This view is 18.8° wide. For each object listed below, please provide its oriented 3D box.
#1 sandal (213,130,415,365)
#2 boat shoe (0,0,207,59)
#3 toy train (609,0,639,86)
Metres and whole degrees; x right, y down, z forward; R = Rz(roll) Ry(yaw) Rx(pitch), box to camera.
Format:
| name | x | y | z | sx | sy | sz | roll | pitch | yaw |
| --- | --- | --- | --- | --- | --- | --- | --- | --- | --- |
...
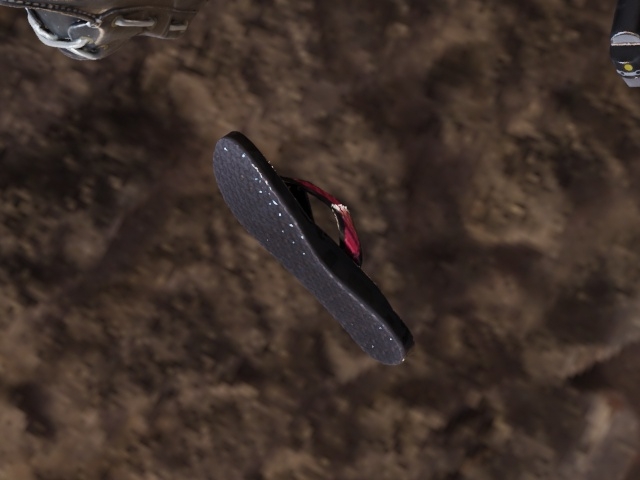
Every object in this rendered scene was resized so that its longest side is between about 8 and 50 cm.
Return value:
| name | x | y | z | sx | sy | sz | roll | pitch | yaw |
| --- | --- | --- | --- | --- | --- | --- | --- | --- | --- |
| sandal | 0.000 | 0.000 | 1.175 | 0.179 | 0.067 | 0.040 | 49 | -113 | -15 |
| boat shoe | -0.174 | -0.196 | 1.529 | 0.335 | 0.121 | 0.119 | -11 | -52 | -59 |
| toy train | 0.158 | -0.148 | 0.914 | 0.036 | 0.027 | 0.158 | 40 | -123 | -51 |
